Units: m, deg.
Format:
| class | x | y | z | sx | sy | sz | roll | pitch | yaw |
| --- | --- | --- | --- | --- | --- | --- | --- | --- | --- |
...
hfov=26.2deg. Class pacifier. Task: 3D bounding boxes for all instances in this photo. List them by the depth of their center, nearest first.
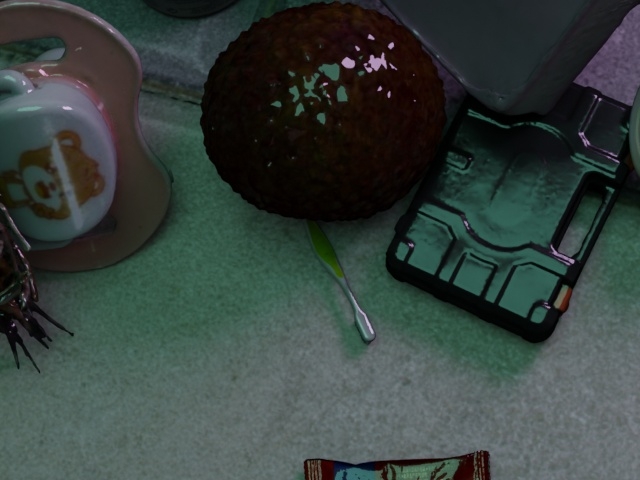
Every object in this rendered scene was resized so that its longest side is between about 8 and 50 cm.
| class | x | y | z | sx | sy | sz | roll | pitch | yaw |
| --- | --- | --- | --- | --- | --- | --- | --- | --- | --- |
| pacifier | -0.295 | -0.118 | 1.514 | 0.220 | 0.332 | 0.273 | 11 | 39 | 32 |

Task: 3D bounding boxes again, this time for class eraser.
| class | x | y | z | sx | sy | sz | roll | pitch | yaw |
| --- | --- | --- | --- | --- | --- | --- | --- | --- | --- |
| eraser | 0.168 | -0.338 | 1.443 | 0.359 | 0.122 | 0.272 | 52 | 128 | 18 |

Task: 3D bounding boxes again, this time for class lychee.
| class | x | y | z | sx | sy | sz | roll | pitch | yaw |
| --- | --- | --- | --- | --- | --- | --- | --- | --- | --- |
| lychee | 0.000 | -0.139 | 1.473 | 0.260 | 0.260 | 0.261 | -2 | 73 | 7 |

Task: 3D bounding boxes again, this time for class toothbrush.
| class | x | y | z | sx | sy | sz | roll | pitch | yaw |
| --- | --- | --- | --- | --- | --- | --- | --- | --- | --- |
| toothbrush | 0.000 | 0.000 | 1.546 | 0.022 | 0.026 | 0.263 | -21 | 71 | -17 |

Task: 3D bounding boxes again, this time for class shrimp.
| class | x | y | z | sx | sy | sz | roll | pitch | yaw |
| --- | --- | --- | --- | --- | --- | --- | --- | --- | --- |
| shrimp | -0.358 | 0.023 | 1.431 | 0.145 | 0.343 | 0.116 | -9 | 46 | 24 |

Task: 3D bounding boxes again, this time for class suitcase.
| class | x | y | z | sx | sy | sz | roll | pitch | yaw |
| --- | --- | --- | --- | --- | --- | --- | --- | --- | --- |
| suitcase | 0.217 | -0.051 | 1.514 | 0.206 | 0.066 | 0.286 | 25 | 78 | 14 |

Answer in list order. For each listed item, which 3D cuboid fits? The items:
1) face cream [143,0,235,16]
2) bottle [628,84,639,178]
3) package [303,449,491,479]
| class | x | y | z | sx | sy | sz | roll | pitch | yaw |
| --- | --- | --- | --- | --- | --- | --- | --- | --- | --- |
| face cream | -0.163 | -0.370 | 1.616 | 0.177 | 0.153 | 0.177 | -2 | 71 | 6 |
| bottle | 0.459 | -0.112 | 1.440 | 0.236 | 0.147 | 0.148 | 4 | 72 | -16 |
| package | 0.082 | 0.268 | 1.456 | 0.200 | 0.022 | 0.083 | -4 | 72 | 7 |
